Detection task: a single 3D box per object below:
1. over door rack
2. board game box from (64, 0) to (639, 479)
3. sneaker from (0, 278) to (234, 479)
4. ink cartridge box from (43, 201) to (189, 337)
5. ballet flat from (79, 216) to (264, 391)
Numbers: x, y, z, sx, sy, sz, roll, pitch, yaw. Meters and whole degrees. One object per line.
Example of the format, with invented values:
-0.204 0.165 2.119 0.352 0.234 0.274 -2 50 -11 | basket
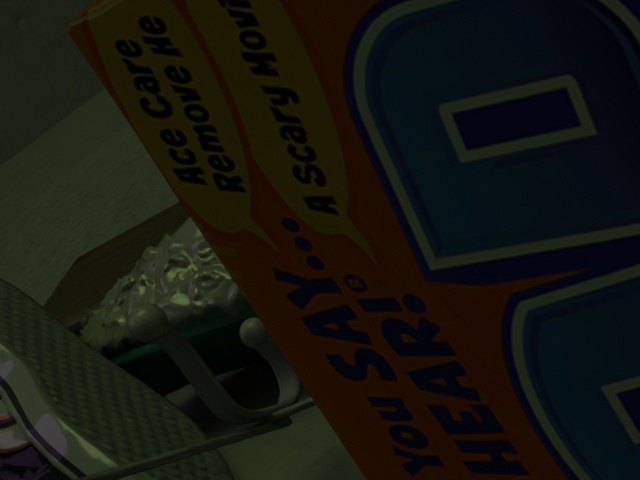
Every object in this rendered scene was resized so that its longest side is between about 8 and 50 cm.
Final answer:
-0.002 0.051 0.850 0.239 0.108 0.324 -25 3 26 | over door rack
0.219 -0.059 0.567 0.356 0.356 0.356 -21 20 36 | board game box
-0.181 0.137 1.141 0.321 0.126 0.127 34 105 43 | sneaker
-0.113 0.038 1.400 0.234 0.088 0.193 -27 16 22 | ink cartridge box
0.000 0.000 1.185 0.409 0.147 0.147 -18 21 29 | ballet flat
